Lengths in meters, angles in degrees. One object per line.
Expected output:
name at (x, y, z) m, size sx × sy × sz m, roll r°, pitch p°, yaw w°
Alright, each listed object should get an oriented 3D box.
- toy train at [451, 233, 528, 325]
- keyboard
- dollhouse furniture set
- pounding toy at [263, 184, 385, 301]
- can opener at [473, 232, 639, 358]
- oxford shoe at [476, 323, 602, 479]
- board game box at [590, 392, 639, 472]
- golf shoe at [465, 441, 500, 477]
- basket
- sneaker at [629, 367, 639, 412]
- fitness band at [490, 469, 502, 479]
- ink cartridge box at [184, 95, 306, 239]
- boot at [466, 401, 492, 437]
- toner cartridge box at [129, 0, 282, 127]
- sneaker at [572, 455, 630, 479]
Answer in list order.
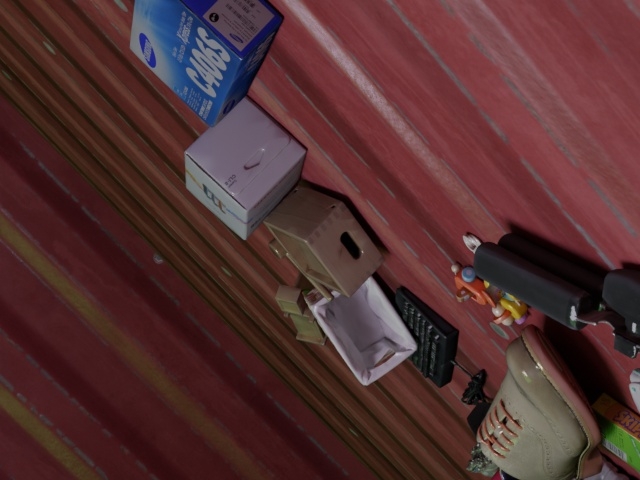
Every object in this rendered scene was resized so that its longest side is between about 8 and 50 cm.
toy train at (0.205, 0.060, 1.613) m, size 0.125 × 0.046 × 0.166 m, roll 38°, pitch 166°, yaw 19°
keyboard at (0.195, 0.190, 2.086) m, size 0.201 × 0.033 × 0.317 m, roll 39°, pitch 167°, yaw 16°
dollhouse furniture set at (0.027, 0.115, 2.291) m, size 0.160 × 0.101 × 0.182 m, roll 12°, pitch 155°, yaw 18°
pounding toy at (0.002, 0.005, 1.933) m, size 0.206 × 0.094 × 0.181 m, roll 25°, pitch 157°, yaw 55°
can opener at (0.279, 0.048, 1.346) m, size 0.280 × 0.074 × 0.093 m, roll 26°, pitch 124°, yaw 48°
oxford shoe at (0.280, 0.245, 1.680) m, size 0.397 × 0.146 × 0.140 m, roll 63°, pitch -178°, yaw -53°
board game box at (0.461, 0.300, 1.631) m, size 0.259 × 0.039 × 0.124 m, roll 39°, pitch 167°, yaw 30°
golf shoe at (0.326, 0.403, 2.333) m, size 0.086 × 0.069 × 0.176 m, roll 22°, pitch 169°, yaw 1°
basket at (0.062, 0.132, 2.074) m, size 0.167 × 0.113 × 0.103 m, roll 57°, pitch 175°, yaw -17°
sneaker at (0.381, 0.174, 1.403) m, size 0.094 × 0.080 × 0.212 m, roll 52°, pitch 171°, yaw 16°
fitness band at (0.416, 0.475, 2.176) m, size 0.291 × 0.054 × 0.209 m, roll 37°, pitch 173°, yaw -23°
ink cartridge box at (-0.111, -0.104, 1.854) m, size 0.127 × 0.128 × 0.176 m, roll 42°, pitch 166°, yaw 5°
boot at (0.337, 0.354, 2.098) m, size 0.198 × 0.077 × 0.137 m, roll 36°, pitch 170°, yaw 33°
toner cartridge box at (-0.154, -0.259, 1.611) m, size 0.165 × 0.075 × 0.348 m, roll 45°, pitch 167°, yaw -1°
sneaker at (0.452, 0.398, 1.867) m, size 0.236 × 0.095 × 0.104 m, roll 39°, pitch 174°, yaw 39°
